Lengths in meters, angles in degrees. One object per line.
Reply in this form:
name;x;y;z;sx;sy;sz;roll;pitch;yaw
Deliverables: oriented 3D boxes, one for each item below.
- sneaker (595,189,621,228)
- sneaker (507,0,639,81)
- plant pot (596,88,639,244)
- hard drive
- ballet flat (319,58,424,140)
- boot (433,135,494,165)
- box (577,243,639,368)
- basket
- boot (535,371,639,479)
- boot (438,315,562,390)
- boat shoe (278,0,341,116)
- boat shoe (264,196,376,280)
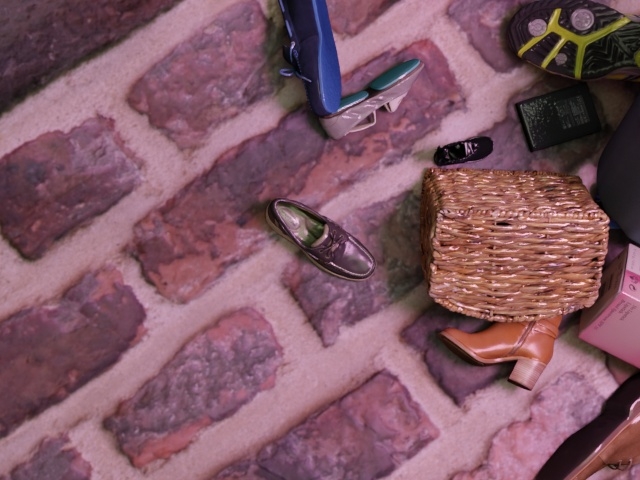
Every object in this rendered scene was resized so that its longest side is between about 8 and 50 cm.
sneaker;0.608;-0.077;1.789;0.232;0.081;0.090;-8;92;-4
sneaker;0.523;-0.336;1.778;0.384;0.147;0.145;12;89;15
plant pot;0.623;-0.150;1.604;0.341;0.334;0.341;2;70;-5
hard drive;0.432;-0.224;1.815;0.135;0.022;0.094;-17;88;-5
ballet flat;0.098;-0.248;1.783;0.213;0.072;0.068;-30;116;-4
boot;0.258;-0.160;1.762;0.121;0.099;0.045;-14;89;-4
box;0.586;0.137;1.722;0.232;0.148;0.127;27;47;-1
basket;0.325;0.007;1.741;0.299;0.223;0.213;1;113;-1
boot;0.507;0.371;1.750;0.305;0.112;0.115;-40;100;-7
boot;0.321;0.158;1.770;0.197;0.073;0.152;27;78;0
boat shoe;-0.022;-0.331;1.765;0.089;0.109;0.258;-15;67;21
boat shoe;0.000;-0.001;1.749;0.223;0.073;0.080;35;85;-1
